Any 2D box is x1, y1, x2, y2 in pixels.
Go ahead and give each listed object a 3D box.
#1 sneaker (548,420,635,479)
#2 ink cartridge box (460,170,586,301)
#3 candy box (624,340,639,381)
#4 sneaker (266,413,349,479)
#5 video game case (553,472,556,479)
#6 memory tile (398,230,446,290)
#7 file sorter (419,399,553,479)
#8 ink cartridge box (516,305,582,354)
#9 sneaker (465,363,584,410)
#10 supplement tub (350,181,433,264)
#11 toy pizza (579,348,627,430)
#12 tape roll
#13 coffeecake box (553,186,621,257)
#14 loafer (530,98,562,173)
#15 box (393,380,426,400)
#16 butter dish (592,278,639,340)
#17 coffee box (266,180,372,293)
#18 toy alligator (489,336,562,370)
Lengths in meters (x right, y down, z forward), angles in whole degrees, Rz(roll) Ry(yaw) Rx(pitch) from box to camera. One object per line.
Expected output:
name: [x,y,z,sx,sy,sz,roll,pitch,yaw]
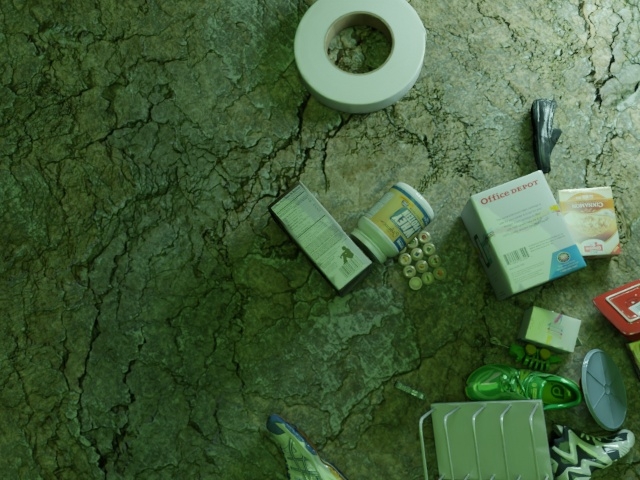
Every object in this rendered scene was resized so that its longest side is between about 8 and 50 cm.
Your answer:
sneaker: [0.660,0.501,1.578,0.235,0.094,0.153,-30,70,-9]
ink cartridge box: [0.519,-0.007,1.643,0.198,0.197,0.269,-21,78,1]
candy box: [0.900,0.289,1.613,0.187,0.053,0.109,-20,78,10]
sneaker: [-0.053,0.584,1.610,0.131,0.112,0.296,-44,78,-5]
video game case: [0.565,0.659,1.590,0.194,0.023,0.212,10,80,6]
memory tile: [0.275,0.056,1.745,0.113,0.012,0.147,-22,78,0]
file sorter: [0.391,0.498,1.506,0.278,0.173,0.192,-9,84,25]
ink cartridge box: [0.604,0.238,1.640,0.143,0.092,0.089,17,79,6]
sneaker: [0.522,0.373,1.601,0.296,0.123,0.109,2,79,6]
supplement tub: [0.193,-0.045,1.705,0.200,0.144,0.144,-45,78,-5]
toy pizza: [0.708,0.376,1.583,0.201,0.032,0.201,15,65,-36]
tape roll: [0.116,-0.568,1.860,0.393,0.072,0.391,-1,78,5]
coffeecake box: [0.718,-0.044,1.702,0.143,0.068,0.185,-4,78,3]
loafer: [0.636,-0.295,1.757,0.078,0.076,0.223,-1,74,12]
box: [0.234,0.394,1.649,0.083,0.067,0.018,24,81,8]
butter dish: [0.818,0.200,1.625,0.160,0.118,0.159,-23,34,-1]
coffee box: [0.000,0.000,1.700,0.119,0.168,0.297,-40,77,-4]
toy alligator: [0.533,0.304,1.641,0.190,0.056,0.051,16,50,7]
